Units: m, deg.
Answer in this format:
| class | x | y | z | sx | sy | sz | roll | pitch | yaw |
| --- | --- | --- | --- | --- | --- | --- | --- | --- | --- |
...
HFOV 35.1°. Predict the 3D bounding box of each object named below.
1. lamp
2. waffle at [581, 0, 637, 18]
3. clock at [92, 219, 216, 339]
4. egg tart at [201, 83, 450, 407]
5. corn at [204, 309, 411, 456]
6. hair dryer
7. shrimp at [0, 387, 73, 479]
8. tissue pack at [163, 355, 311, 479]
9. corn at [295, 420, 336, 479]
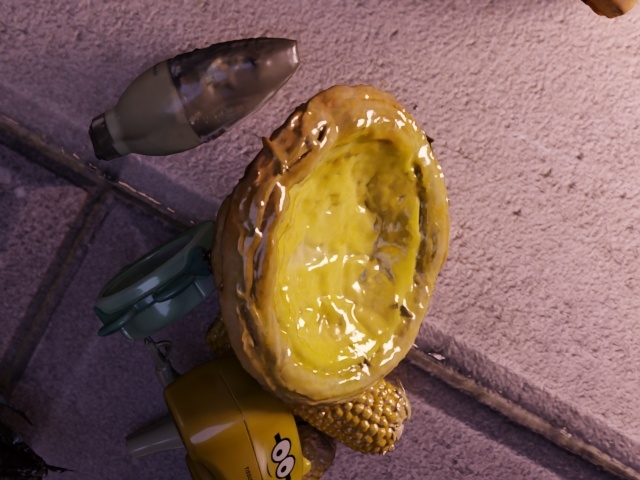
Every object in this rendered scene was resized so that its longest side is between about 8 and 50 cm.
| class | x | y | z | sx | sy | sz | roll | pitch | yaw |
| --- | --- | --- | --- | --- | --- | --- | --- | --- | --- |
| lamp | -0.135 | -0.153 | 1.084 | 0.250 | 0.101 | 0.101 | -22 | 104 | 5 |
| waffle | 0.252 | -0.404 | 1.005 | 0.327 | 0.098 | 0.224 | 40 | 104 | -11 |
| clock | -0.174 | 0.051 | 1.098 | 0.148 | 0.188 | 0.060 | -29 | 103 | 12 |
| egg tart | 0.000 | 0.000 | 1.060 | 0.132 | 0.345 | 0.346 | 21 | 112 | 41 |
| corn | -0.014 | 0.160 | 1.176 | 0.260 | 0.091 | 0.091 | 33 | 129 | -4 |
| hair dryer | -0.189 | 0.193 | 1.175 | 0.167 | 0.067 | 0.199 | -33 | 131 | 19 |
| shrimp | -0.488 | 0.203 | 1.172 | 0.410 | 0.166 | 0.222 | 25 | 78 | -11 |
| tissue pack | -0.088 | 0.215 | 1.106 | 0.127 | 0.123 | 0.178 | -23 | 129 | -17 |
| corn | -0.110 | 0.333 | 1.230 | 0.320 | 0.097 | 0.097 | -41 | 101 | 10 |
